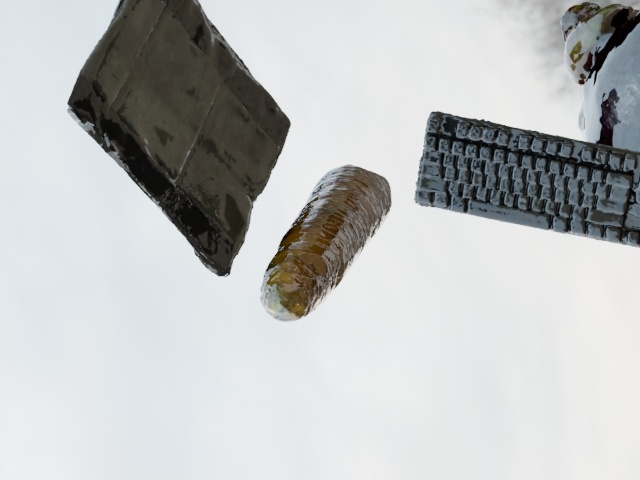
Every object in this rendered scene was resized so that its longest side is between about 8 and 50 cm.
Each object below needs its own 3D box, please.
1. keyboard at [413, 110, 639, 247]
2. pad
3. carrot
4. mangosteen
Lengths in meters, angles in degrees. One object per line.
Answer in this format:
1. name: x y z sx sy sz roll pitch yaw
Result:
1. keyboard: 0.155 -0.032 0.951 0.018 0.195 0.060 -42 -38 -74
2. pad: -0.105 -0.101 1.267 0.233 0.022 0.174 53 -131 -43
3. carrot: 0.000 0.000 1.182 0.066 0.066 0.314 64 -162 -9
4. mangosteen: 0.282 -0.107 1.193 0.265 0.228 0.228 46 -174 33
